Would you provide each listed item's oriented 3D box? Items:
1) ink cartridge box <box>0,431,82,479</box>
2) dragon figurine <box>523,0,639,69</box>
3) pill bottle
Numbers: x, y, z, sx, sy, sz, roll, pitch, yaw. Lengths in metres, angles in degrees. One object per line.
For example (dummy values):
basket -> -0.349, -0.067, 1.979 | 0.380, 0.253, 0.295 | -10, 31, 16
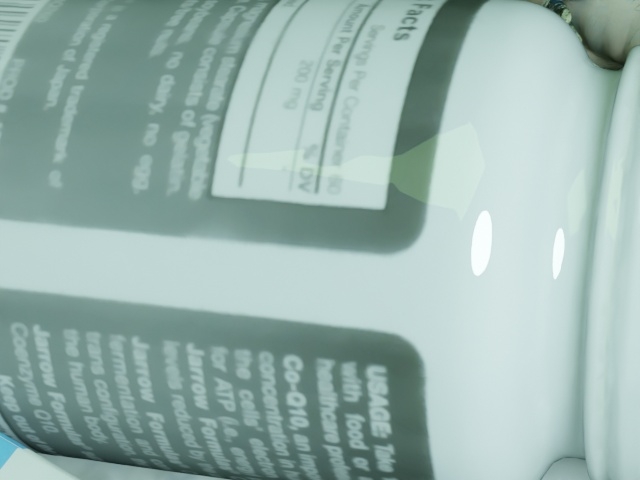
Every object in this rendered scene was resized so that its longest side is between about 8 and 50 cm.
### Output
ink cartridge box -> -0.069, 0.134, 0.459 | 0.143, 0.092, 0.090 | 24, 63, 28
dragon figurine -> 0.139, -0.101, 0.587 | 0.289, 0.085, 0.144 | 28, 63, 24
pill bottle -> 0.000, 0.000, 0.499 | 0.283, 0.161, 0.161 | 6, 56, 17
